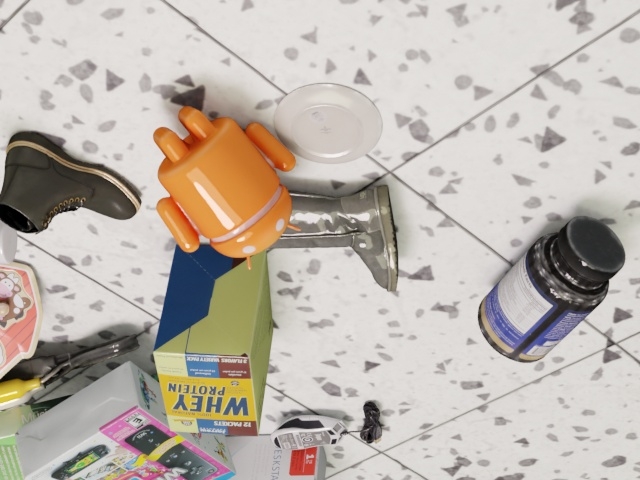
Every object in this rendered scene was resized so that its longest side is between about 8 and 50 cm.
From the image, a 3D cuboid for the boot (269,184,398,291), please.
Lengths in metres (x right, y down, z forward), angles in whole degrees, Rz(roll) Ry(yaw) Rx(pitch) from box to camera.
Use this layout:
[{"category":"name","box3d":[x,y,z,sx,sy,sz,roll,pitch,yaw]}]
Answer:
[{"category":"boot","box3d":[0.000,0.000,1.705,0.208,0.076,0.190,-8,123,5]}]

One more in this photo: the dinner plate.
[{"category":"dinner plate","box3d":[0.009,-0.144,1.584,0.141,0.017,0.141,4,137,3]}]

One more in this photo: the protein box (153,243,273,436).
[{"category":"protein box","box3d":[-0.150,0.145,1.794,0.135,0.200,0.201,3,139,4]}]

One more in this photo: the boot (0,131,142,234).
[{"category":"boot","box3d":[-0.343,-0.043,1.650,0.197,0.137,0.077,26,136,-22]}]

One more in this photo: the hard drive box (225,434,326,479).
[{"category":"hard drive box","box3d":[-0.115,0.433,2.135,0.232,0.181,0.089,-4,136,10]}]

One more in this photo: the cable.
[{"category":"cable","box3d":[-0.416,0.216,1.990,0.287,0.072,0.139,-14,174,7]}]

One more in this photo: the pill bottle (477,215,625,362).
[{"category":"pill bottle","box3d":[0.321,0.067,1.705,0.122,0.123,0.219,20,137,-16]}]

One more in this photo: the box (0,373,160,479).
[{"category":"box","box3d":[-0.389,0.338,2.069,0.321,0.058,0.232,-14,141,-14]}]

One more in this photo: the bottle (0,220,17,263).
[{"category":"bottle","box3d":[-0.578,-0.003,1.753,0.282,0.092,0.118,1,121,6]}]

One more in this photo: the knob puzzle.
[{"category":"knob puzzle","box3d":[-0.503,0.111,1.845,0.213,0.030,0.213,-2,101,-11]}]

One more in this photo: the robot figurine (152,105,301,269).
[{"category":"robot figurine","box3d":[-0.120,-0.070,1.579,0.128,0.158,0.219,-19,117,41]}]

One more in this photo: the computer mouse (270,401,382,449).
[{"category":"computer mouse","box3d":[0.009,0.316,2.094,0.192,0.042,0.106,-6,143,5]}]

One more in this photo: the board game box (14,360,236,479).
[{"category":"board game box","box3d":[-0.308,0.344,1.993,0.224,0.098,0.303,-31,142,9]}]
